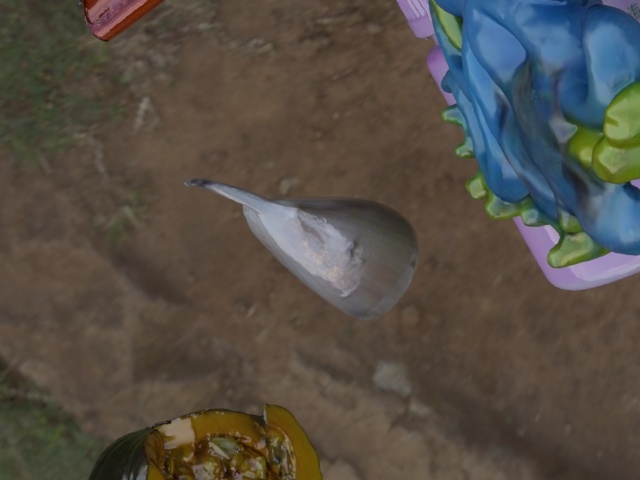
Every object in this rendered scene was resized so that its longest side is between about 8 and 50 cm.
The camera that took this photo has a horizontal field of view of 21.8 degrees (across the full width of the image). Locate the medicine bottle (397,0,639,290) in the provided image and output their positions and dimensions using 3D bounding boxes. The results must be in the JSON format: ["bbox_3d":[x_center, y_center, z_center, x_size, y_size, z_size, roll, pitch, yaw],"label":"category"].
[{"bbox_3d":[0.182,-0.126,1.242,0.178,0.178,0.290,-26,98,25],"label":"medicine bottle"}]

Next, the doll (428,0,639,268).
[{"bbox_3d":[0.119,-0.141,0.902,0.099,0.346,0.341,-16,64,-8],"label":"doll"}]

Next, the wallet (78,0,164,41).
[{"bbox_3d":[-0.075,-0.230,1.110,0.204,0.142,0.045,-33,129,28],"label":"wallet"}]

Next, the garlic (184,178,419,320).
[{"bbox_3d":[0.001,-0.002,1.489,0.148,0.266,0.128,-14,64,20],"label":"garlic"}]

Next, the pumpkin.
[{"bbox_3d":[-0.087,0.173,1.083,0.108,0.183,0.119,-25,77,33],"label":"pumpkin"}]
